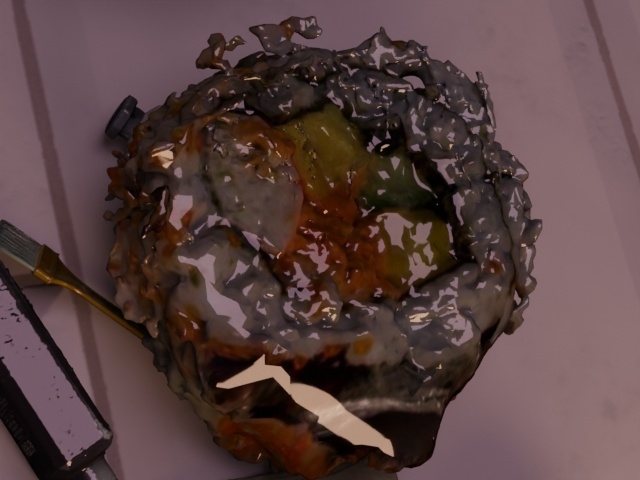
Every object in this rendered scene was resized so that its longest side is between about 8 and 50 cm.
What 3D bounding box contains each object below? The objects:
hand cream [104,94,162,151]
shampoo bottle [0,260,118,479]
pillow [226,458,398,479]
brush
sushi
[{"bbox_3d":[-0.078,-0.045,1.356,0.276,0.059,0.095,33,62,-16],"label":"hand cream"},{"bbox_3d":[-0.245,0.119,1.191,0.071,0.098,0.309,-31,86,-27],"label":"shampoo bottle"},{"bbox_3d":[-0.016,0.270,1.272,0.230,0.050,0.148,-8,66,-28],"label":"pillow"},{"bbox_3d":[-0.197,0.052,1.262,0.218,0.082,0.010,37,98,-16],"label":"brush"},{"bbox_3d":[0.001,-0.004,1.266,0.418,0.176,0.417,7,74,-24],"label":"sushi"}]
